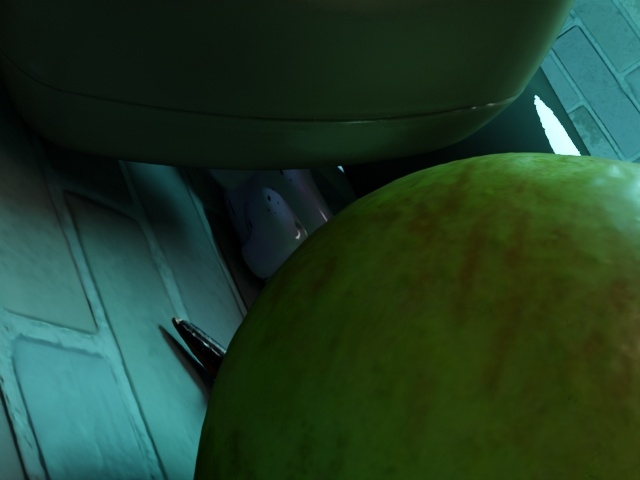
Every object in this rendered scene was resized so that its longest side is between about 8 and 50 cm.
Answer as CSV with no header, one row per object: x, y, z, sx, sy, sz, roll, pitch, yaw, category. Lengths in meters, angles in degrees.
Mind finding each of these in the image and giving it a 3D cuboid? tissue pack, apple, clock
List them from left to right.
-0.037,-0.188,0.716,0.387,0.277,0.267,-4,56,-25,tissue pack
0.000,0.000,0.944,0.248,0.090,0.227,57,15,9,clock
0.100,0.125,0.519,0.339,0.339,0.339,50,17,-21,apple

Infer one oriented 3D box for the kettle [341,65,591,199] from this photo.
0.146,0.007,0.898,0.262,0.203,0.308,91,-16,-48,kettle

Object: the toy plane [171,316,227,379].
-0.024,0.112,0.696,0.189,0.061,0.130,48,47,-15,toy plane
